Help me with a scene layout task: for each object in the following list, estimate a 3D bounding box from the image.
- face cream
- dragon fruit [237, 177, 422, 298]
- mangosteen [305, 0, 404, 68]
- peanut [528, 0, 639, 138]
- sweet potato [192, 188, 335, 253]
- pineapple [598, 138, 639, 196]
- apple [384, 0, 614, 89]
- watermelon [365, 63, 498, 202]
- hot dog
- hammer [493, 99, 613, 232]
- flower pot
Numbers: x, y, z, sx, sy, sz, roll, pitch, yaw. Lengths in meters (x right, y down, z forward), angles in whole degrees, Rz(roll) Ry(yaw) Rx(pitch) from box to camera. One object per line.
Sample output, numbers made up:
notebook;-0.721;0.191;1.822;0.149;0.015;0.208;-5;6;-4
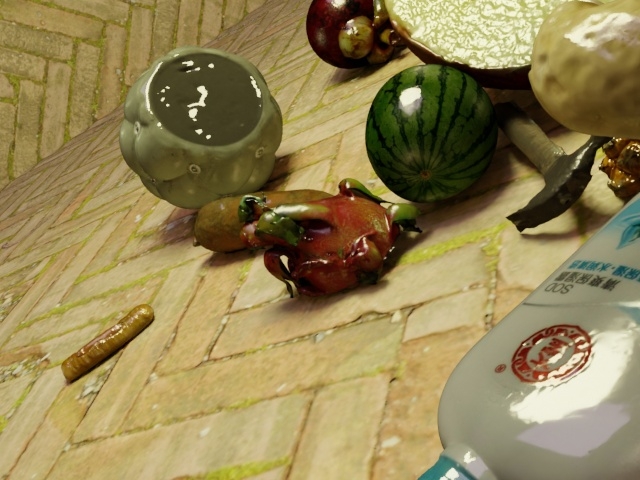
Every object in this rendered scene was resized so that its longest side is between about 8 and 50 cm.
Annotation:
face cream;0.154;0.086;0.448;0.337;0.080;0.163;-39;25;-14
dragon fruit;0.000;0.000;0.794;0.138;0.175;0.142;-137;67;-74
mangosteen;0.073;-0.383;1.374;0.200;0.199;0.199;-28;24;14
peanut;0.280;-0.101;0.527;0.290;0.130;0.130;29;61;32
sweet potato;-0.060;-0.027;0.962;0.274;0.075;0.075;-6;36;40
pineapple;0.292;-0.074;0.624;0.114;0.077;0.114;-64;31;15
apple;0.239;-0.260;0.868;0.346;0.179;0.254;-6;12;24
watermelon;0.117;-0.122;0.824;0.141;0.140;0.187;-23;28;23
hot dog;-0.268;0.127;0.975;0.137;0.028;0.044;-35;30;-7
hammer;0.209;-0.100;0.767;0.125;0.027;0.297;-54;12;20
flower pot;-0.176;-0.163;1.159;0.246;0.246;0.195;-44;-6;-23
